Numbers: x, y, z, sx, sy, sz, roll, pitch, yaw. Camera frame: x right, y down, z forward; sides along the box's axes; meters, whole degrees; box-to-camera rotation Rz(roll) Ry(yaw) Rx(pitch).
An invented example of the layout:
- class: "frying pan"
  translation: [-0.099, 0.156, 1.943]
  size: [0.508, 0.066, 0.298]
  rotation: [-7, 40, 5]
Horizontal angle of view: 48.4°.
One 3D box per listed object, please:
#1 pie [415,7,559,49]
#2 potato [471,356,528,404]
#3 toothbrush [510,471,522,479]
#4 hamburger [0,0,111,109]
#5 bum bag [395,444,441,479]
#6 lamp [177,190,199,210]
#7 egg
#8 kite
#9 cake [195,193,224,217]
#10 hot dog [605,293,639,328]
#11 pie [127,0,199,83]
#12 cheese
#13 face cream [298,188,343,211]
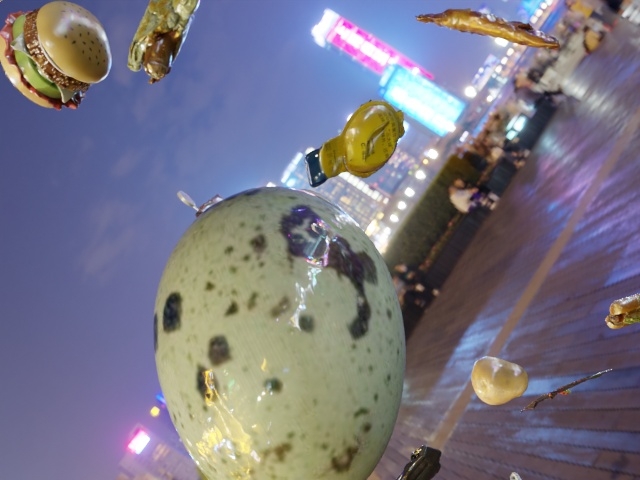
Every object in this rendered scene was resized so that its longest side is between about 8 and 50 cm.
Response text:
- class: "pie"
  translation: [0.226, -0.282, 0.943]
  size: [0.088, 0.191, 0.033]
  rotation: [-22, -52, -67]
- class: "potato"
  translation: [0.257, 0.200, 1.021]
  size: [0.062, 0.083, 0.068]
  rotation: [79, -175, -78]
- class: "toothbrush"
  translation: [0.206, 0.259, 0.665]
  size: [0.011, 0.013, 0.131]
  rotation: [-50, 20, 9]
- class: "hamburger"
  translation: [-0.419, -0.309, 1.151]
  size: [0.136, 0.175, 0.175]
  rotation: [-23, 10, 24]
- class: "bum bag"
  translation: [0.111, 0.388, 1.091]
  size: [0.198, 0.049, 0.087]
  rotation: [-46, -42, 1]
- class: "lamp"
  translation: [-0.273, -0.036, 1.679]
  size: [0.056, 0.198, 0.050]
  rotation: [-44, 6, 10]
- class: "egg"
  translation: [-0.047, 0.118, 0.815]
  size: [0.288, 0.287, 0.380]
  rotation: [114, 155, -66]
- class: "kite"
  translation: [0.422, 0.270, 1.253]
  size: [0.190, 0.010, 0.159]
  rotation: [-35, -25, 29]
- class: "cake"
  translation: [-0.118, 0.047, 1.278]
  size: [0.112, 0.295, 0.116]
  rotation: [-35, 18, 23]
- class: "hot dog"
  translation: [0.518, 0.114, 1.166]
  size: [0.133, 0.041, 0.057]
  rotation: [-11, -60, -34]
- class: "pie"
  translation: [-0.356, -0.501, 1.606]
  size: [0.275, 0.105, 0.257]
  rotation: [-61, 32, 11]
- class: "cheese"
  translation: [0.080, -0.203, 1.528]
  size: [0.270, 0.069, 0.177]
  rotation: [-31, -49, -24]
- class: "face cream"
  translation: [0.000, 0.000, 1.634]
  size: [0.080, 0.163, 0.337]
  rotation: [-50, -14, -16]
